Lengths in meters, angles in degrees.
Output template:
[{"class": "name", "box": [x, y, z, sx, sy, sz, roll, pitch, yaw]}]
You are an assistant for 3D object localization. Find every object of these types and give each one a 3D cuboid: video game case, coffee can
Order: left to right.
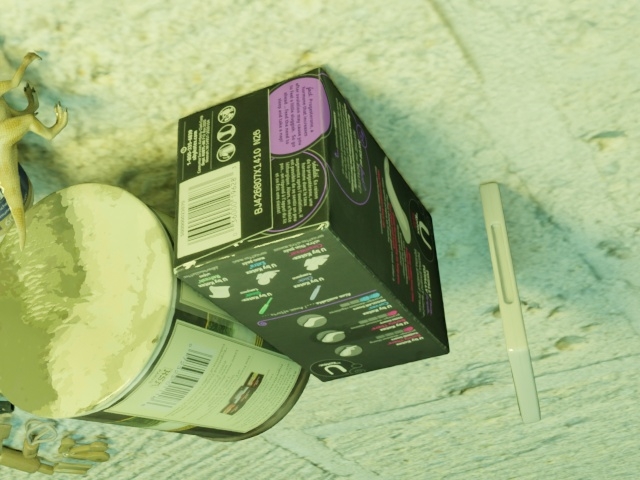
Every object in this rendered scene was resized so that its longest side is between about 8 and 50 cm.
[{"class": "coffee can", "box": [-0.151, 0.081, 0.863, 0.202, 0.201, 0.275, -15, 159, 21]}, {"class": "video game case", "box": [0.196, 0.069, 0.927, 0.023, 0.183, 0.201, -11, 148, 12]}]

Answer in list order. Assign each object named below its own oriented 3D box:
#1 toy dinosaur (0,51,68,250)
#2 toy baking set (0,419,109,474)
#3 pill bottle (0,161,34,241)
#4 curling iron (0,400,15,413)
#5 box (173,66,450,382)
[{"class": "toy dinosaur", "box": [-0.254, -0.091, 0.717, 0.053, 0.093, 0.183, 13, 128, 41]}, {"class": "toy baking set", "box": [-0.472, 0.345, 1.513, 0.197, 0.030, 0.256, -26, 142, 30]}, {"class": "pill bottle", "box": [-0.315, -0.072, 0.755, 0.094, 0.094, 0.169, -5, 149, 5]}, {"class": "curling iron", "box": [-0.584, 0.267, 1.358, 0.274, 0.035, 0.068, -12, 111, 11]}, {"class": "box", "box": [0.000, 0.000, 0.820, 0.143, 0.165, 0.270, -17, 146, 22]}]
